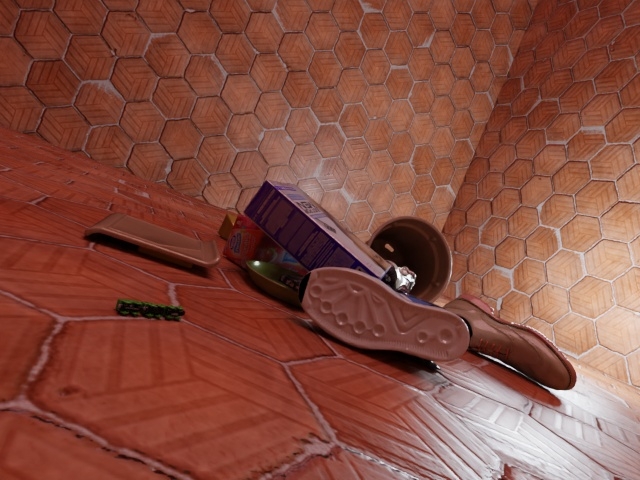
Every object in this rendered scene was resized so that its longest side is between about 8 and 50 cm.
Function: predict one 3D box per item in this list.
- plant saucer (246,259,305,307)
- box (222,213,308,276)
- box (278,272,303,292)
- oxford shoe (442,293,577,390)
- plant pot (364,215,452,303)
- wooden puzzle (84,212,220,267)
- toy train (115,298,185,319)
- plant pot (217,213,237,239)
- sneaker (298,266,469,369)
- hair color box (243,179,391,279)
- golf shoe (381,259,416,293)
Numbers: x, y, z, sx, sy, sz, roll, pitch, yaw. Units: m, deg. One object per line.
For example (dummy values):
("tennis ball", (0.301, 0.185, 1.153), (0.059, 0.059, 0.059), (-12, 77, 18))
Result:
("plant saucer", (-0.062, 0.108, 0.928), (0.240, 0.037, 0.241), (23, 3, -1))
("box", (-0.117, 0.029, 1.118), (0.128, 0.123, 0.256), (25, 4, 41))
("box", (-0.035, 0.093, 0.836), (0.067, 0.018, 0.083), (25, 4, 43))
("oxford shoe", (0.502, 0.300, 1.157), (0.146, 0.141, 0.397), (-16, 29, -30))
("plant pot", (0.282, 0.089, 1.581), (0.333, 0.334, 0.305), (22, -8, -10))
("wooden puzzle", (-0.333, 0.003, 0.839), (0.238, 0.044, 0.221), (17, 5, -20))
("toy train", (-0.203, 0.082, 0.491), (0.023, 0.017, 0.083), (10, -6, 43))
("plant pot", (-0.294, -0.032, 1.409), (0.081, 0.082, 0.083), (21, 14, -33))
("sneaker", (0.114, 0.149, 0.815), (0.322, 0.130, 0.236), (18, -7, 3))
("hair color box", (0.000, 0.000, 0.979), (0.339, 0.110, 0.185), (42, 15, 10))
("golf shoe", (0.235, 0.114, 1.288), (0.105, 0.120, 0.273), (48, -8, 28))
